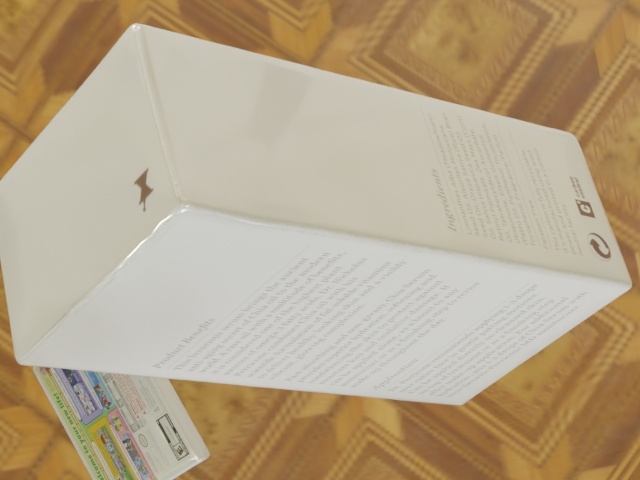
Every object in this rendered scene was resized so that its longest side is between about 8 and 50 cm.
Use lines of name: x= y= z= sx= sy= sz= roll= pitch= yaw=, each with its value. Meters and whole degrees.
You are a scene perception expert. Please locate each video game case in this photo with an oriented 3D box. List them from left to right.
video game case: x=-0.243 y=0.204 z=1.863 sx=0.193 sy=0.023 sz=0.212 roll=-36 pitch=81 yaw=40

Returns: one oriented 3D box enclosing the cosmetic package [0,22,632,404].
cosmetic package: x=0.000 y=0.000 z=1.223 sx=0.230 sy=0.453 sz=0.161 roll=-41 pitch=53 yaw=38
